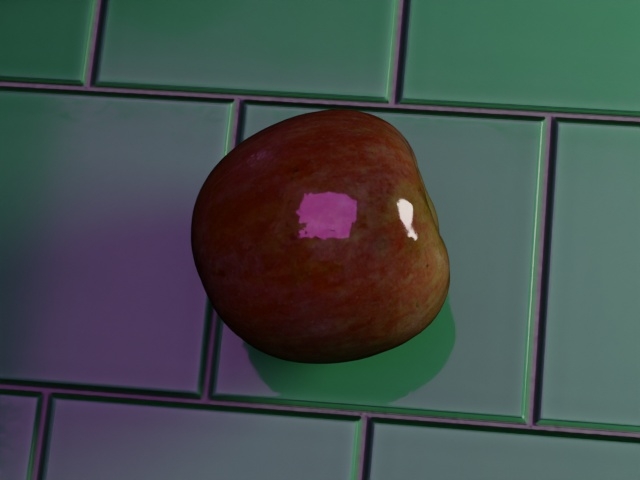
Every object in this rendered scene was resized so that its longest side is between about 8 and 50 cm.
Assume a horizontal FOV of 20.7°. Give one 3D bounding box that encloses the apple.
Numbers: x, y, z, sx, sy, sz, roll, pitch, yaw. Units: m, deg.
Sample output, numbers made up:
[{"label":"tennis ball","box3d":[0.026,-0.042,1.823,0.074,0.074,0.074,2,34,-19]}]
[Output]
[{"label":"apple","box3d":[0.000,0.000,1.277,0.174,0.188,0.188,-19,73,8]}]
